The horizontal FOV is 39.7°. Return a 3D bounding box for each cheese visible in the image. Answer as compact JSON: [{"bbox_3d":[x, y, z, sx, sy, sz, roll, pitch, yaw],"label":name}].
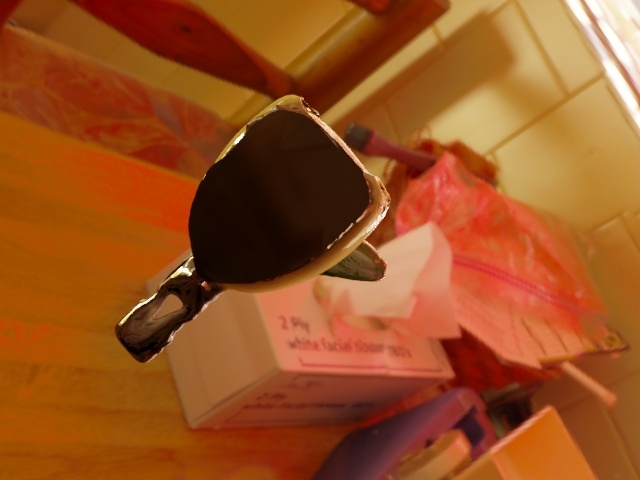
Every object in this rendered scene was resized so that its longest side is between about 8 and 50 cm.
[{"bbox_3d":[-0.046,0.005,0.469,0.086,0.162,0.036,47,8,0],"label":"cheese"}]

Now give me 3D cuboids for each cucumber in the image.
[{"bbox_3d":[0.000,0.000,0.666,0.107,0.035,0.067,15,16,5],"label":"cucumber"}]
